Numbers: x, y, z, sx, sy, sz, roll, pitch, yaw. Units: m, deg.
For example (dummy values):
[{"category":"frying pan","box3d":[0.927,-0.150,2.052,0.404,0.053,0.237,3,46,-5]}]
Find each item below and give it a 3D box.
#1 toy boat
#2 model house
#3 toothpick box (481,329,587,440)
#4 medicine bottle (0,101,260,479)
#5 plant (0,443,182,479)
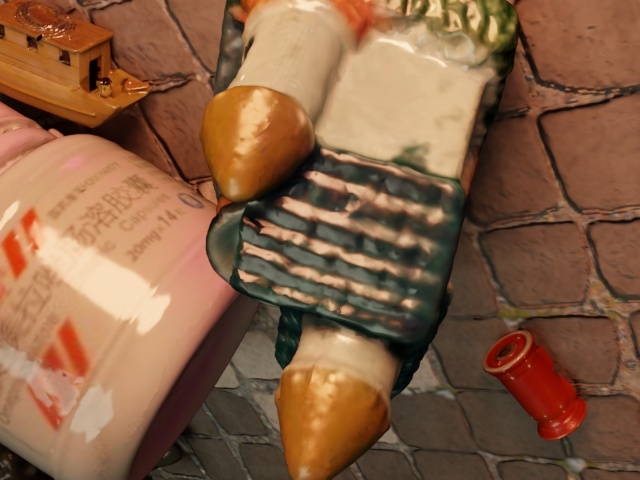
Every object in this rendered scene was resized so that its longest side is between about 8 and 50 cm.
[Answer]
[{"category":"toy boat","box3d":[-0.234,-0.154,0.707,0.201,0.057,0.077,23,131,17]},{"category":"model house","box3d":[0.000,0.000,0.497,0.185,0.291,0.253,15,136,-1]},{"category":"toothpick box","box3d":[0.170,0.115,0.676,0.047,0.047,0.083,-26,110,45]},{"category":"medicine bottle","box3d":[-0.232,0.028,0.716,0.325,0.256,0.256,33,138,6]},{"category":"plant","box3d":[-0.319,0.265,1.033,0.312,0.213,0.215,-18,122,2]}]
